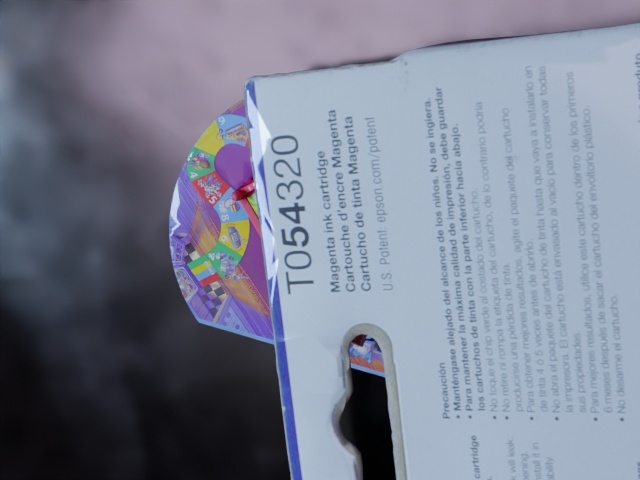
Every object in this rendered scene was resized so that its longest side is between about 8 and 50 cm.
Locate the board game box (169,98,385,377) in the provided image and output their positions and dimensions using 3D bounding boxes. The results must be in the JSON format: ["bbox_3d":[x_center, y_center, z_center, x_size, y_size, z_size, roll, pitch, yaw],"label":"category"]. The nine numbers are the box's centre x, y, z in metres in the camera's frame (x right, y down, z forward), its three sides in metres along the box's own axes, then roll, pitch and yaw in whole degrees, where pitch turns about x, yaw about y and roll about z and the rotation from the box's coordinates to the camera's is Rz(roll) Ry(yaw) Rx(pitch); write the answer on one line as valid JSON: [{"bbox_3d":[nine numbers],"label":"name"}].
[{"bbox_3d":[0.000,0.000,0.534,0.168,0.033,0.133,16,103,5],"label":"board game box"}]

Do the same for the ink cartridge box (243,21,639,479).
[{"bbox_3d":[0.145,0.070,0.444,0.330,0.071,0.324,-2,100,24],"label":"ink cartridge box"}]
